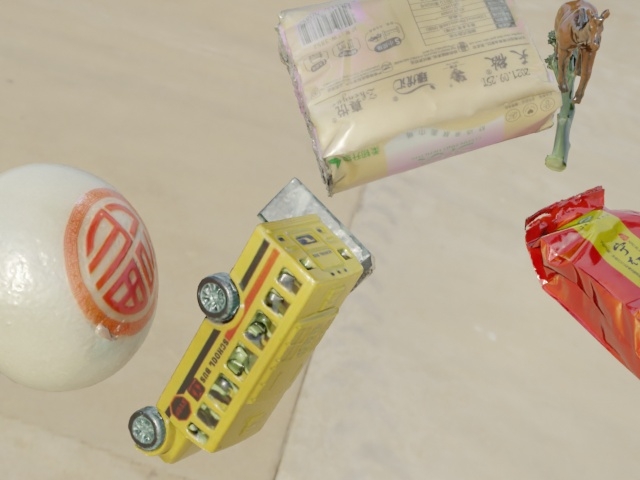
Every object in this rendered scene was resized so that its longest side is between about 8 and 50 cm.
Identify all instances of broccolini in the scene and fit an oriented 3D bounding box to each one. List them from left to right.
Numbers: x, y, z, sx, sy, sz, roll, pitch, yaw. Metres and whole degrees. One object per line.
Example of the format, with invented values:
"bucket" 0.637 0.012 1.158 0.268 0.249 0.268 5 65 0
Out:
"broccolini" 0.459 -0.285 2.005 0.074 0.078 0.392 7 47 13

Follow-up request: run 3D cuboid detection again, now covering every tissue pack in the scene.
"tissue pack" 0.097 -0.182 1.101 0.257 0.123 0.215 -18 65 0

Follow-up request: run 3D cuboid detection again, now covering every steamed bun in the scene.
"steamed bun" -0.299 0.039 1.254 0.177 0.283 0.283 -13 12 26

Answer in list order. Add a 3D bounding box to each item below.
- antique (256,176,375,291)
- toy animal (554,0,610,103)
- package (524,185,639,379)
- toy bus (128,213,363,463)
"antique" 0.000 0.000 1.593 0.183 0.086 0.088 46 2 11
"toy animal" 0.380 -0.291 1.514 0.066 0.229 0.224 5 51 5
"package" 0.503 0.072 1.642 0.196 0.123 0.423 -21 40 -17
"toy bus" -0.087 0.126 1.156 0.123 0.335 0.121 41 28 20
